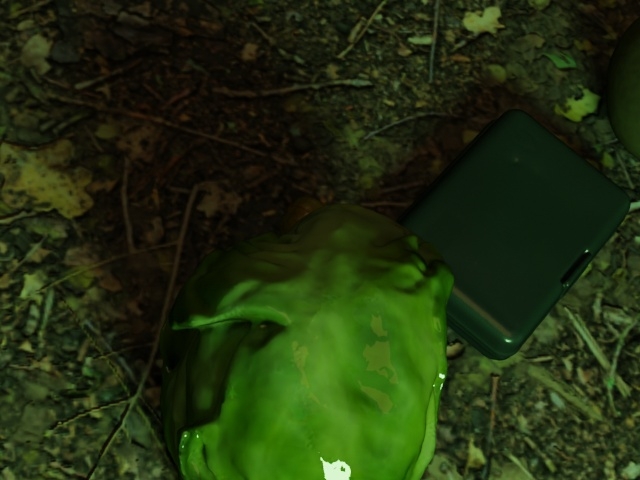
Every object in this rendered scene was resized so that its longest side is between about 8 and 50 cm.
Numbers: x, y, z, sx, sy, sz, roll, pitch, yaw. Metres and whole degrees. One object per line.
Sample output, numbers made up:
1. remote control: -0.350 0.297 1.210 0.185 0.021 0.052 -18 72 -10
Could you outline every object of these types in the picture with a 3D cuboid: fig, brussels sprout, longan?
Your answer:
1. fig: 0.000 0.000 1.396 0.083 0.050 0.050 46 57 -1
2. brussels sprout: -0.015 0.110 1.195 0.227 0.259 0.294 23 58 -4
3. longan: 0.361 -0.150 1.537 0.167 0.167 0.187 34 56 3

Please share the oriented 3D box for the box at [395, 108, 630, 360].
1. box: 0.170 -0.010 1.454 0.160 0.050 0.230 40 56 8
